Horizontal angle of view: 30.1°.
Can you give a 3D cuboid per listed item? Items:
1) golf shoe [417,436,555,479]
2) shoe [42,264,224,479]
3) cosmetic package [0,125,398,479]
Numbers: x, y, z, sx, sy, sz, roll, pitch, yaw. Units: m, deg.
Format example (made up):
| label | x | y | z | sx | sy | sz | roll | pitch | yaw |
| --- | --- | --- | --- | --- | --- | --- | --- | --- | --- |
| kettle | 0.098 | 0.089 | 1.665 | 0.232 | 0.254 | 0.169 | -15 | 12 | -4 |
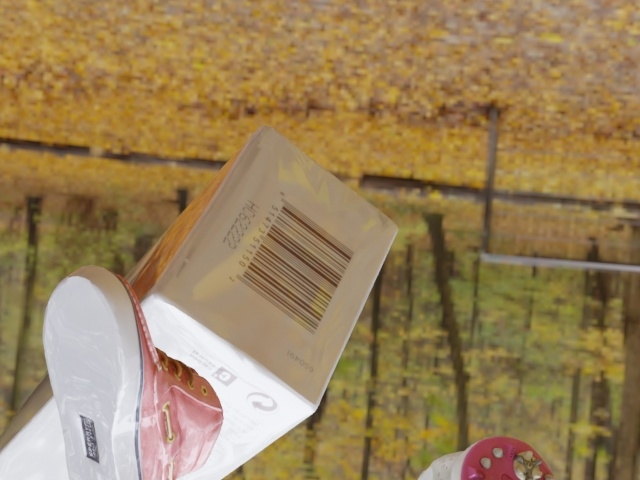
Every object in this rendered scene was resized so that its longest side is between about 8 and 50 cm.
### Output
| label | x | y | z | sx | sy | sz | roll | pitch | yaw |
| --- | --- | --- | --- | --- | --- | --- | --- | --- | --- |
| golf shoe | 0.171 | 0.316 | 1.008 | 0.115 | 0.306 | 0.140 | -17 | 174 | -36 |
| shoe | -0.104 | 0.080 | 0.680 | 0.064 | 0.177 | 0.081 | 23 | -143 | 31 |
| cosmetic package | -0.142 | 0.119 | 1.126 | 0.161 | 0.230 | 0.453 | 37 | 135 | -10 |
